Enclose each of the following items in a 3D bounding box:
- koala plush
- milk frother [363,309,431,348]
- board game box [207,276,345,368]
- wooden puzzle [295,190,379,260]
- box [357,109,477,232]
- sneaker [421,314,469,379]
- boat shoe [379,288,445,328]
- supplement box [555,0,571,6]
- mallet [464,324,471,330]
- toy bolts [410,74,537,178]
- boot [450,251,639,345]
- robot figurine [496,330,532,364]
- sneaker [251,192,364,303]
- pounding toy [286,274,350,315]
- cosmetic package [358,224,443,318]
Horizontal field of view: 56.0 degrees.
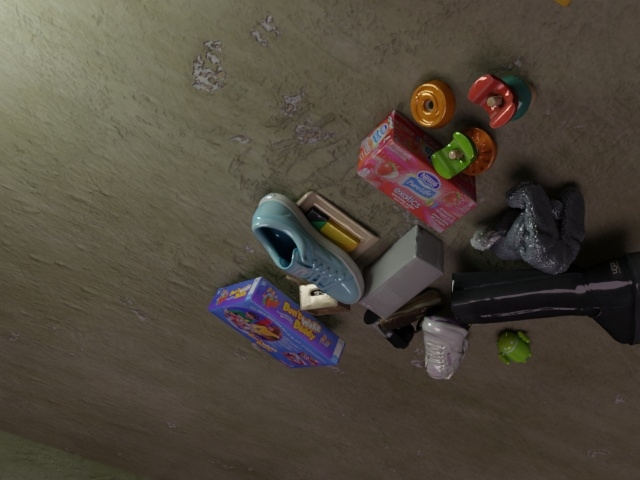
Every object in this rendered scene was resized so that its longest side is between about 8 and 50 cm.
[{"bbox_3d":[0.474,-0.011,1.407,0.196,0.203,0.221,6,167,-26],"label":"koala plush"},{"bbox_3d":[0.227,0.225,1.732,0.135,0.129,0.143,40,84,-25],"label":"milk frother"},{"bbox_3d":[-0.128,0.253,1.773,0.347,0.078,0.233,41,145,-25],"label":"board game box"},{"bbox_3d":[0.000,0.000,1.585,0.239,0.044,0.221,32,130,-19],"label":"wooden puzzle"},{"bbox_3d":[0.218,-0.152,1.347,0.257,0.128,0.122,33,130,-19],"label":"box"},{"bbox_3d":[0.345,0.304,1.674,0.114,0.152,0.305,15,161,31],"label":"sneaker"},{"bbox_3d":[0.245,0.185,1.663,0.190,0.072,0.068,-17,145,-10],"label":"boat shoe"},{"bbox_3d":[0.378,-0.528,0.968,0.191,0.129,0.194,24,132,-12],"label":"supplement box"},{"bbox_3d":[0.446,0.222,1.720,0.062,0.039,0.189,10,138,3],"label":"mallet"},{"bbox_3d":[0.329,-0.268,1.250,0.228,0.158,0.218,-41,73,45],"label":"toy bolts"},{"bbox_3d":[0.579,0.175,1.545,0.445,0.146,0.367,-11,140,17],"label":"boot"},{"bbox_3d":[0.562,0.311,1.755,0.115,0.067,0.101,36,101,-21],"label":"robot figurine"},{"bbox_3d":[-0.042,0.056,1.508,0.366,0.150,0.135,43,129,-13],"label":"sneaker"},{"bbox_3d":[-0.005,0.149,1.683,0.141,0.100,0.130,-10,162,19],"label":"pounding toy"},{"bbox_3d":[0.209,0.084,1.570,0.107,0.127,0.238,34,131,-18],"label":"cosmetic package"}]
